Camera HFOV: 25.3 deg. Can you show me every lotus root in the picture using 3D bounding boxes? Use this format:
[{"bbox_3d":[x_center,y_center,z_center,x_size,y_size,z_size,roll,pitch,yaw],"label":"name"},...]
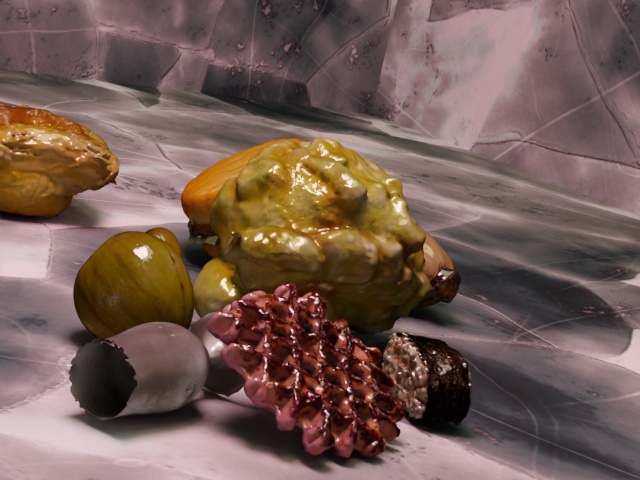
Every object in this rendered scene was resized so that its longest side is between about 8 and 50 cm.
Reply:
[{"bbox_3d":[0.102,0.024,2.191,0.257,0.140,0.154,34,2,41],"label":"lotus root"}]

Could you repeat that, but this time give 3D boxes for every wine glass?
[{"bbox_3d":[-0.164,0.136,1.527,0.103,0.103,0.222,20,14,29],"label":"wine glass"}]

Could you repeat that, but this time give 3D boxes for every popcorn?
[{"bbox_3d":[-0.007,-0.004,1.881,0.335,0.274,0.279,32,42,-35],"label":"popcorn"}]

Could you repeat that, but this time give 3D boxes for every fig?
[{"bbox_3d":[-0.228,0.026,2.022,0.074,0.074,0.088,0,44,-45],"label":"fig"},{"bbox_3d":[-0.211,0.087,1.691,0.142,0.186,0.148,-27,-27,20],"label":"fig"}]

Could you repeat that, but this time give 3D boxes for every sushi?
[{"bbox_3d":[0.123,0.163,1.714,0.078,0.090,0.150,4,16,-17],"label":"sushi"}]

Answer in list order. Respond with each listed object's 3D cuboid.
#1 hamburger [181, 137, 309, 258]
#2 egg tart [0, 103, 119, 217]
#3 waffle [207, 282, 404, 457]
[{"bbox_3d":[-0.089,-0.042,2.193,0.246,0.170,0.246,-22,18,8],"label":"hamburger"},{"bbox_3d":[-0.504,-0.135,2.266,0.351,0.153,0.339,6,13,-25],"label":"egg tart"},{"bbox_3d":[-0.010,0.144,1.561,0.234,0.055,0.221,48,29,17],"label":"waffle"}]
